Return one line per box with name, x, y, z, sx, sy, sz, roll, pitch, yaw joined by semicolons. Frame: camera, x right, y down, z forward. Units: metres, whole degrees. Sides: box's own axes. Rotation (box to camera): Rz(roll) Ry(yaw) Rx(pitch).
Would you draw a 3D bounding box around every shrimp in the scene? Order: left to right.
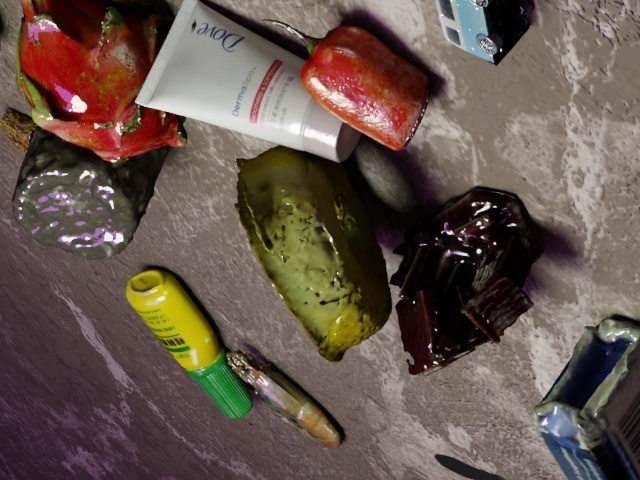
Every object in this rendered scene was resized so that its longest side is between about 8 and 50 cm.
shrimp;-0.067;0.254;2.289;0.251;0.052;0.143;48;156;-19

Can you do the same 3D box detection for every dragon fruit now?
dragon fruit;-0.249;-0.223;1.655;0.198;0.200;0.269;3;97;60

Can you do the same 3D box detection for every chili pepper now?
chili pepper;0.022;-0.172;1.443;0.192;0.086;0.084;32;171;-4

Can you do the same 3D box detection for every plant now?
plant;-0.293;-0.098;1.858;0.178;0.234;0.204;19;131;-4

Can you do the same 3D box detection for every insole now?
insole;0.221;0.338;2.094;0.135;0.002;0.045;14;146;43

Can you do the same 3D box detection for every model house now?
model house;0.147;0.051;1.553;0.141;0.164;0.203;35;153;-4

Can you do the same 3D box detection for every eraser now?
eraser;0.357;0.243;1.594;0.101;0.155;0.332;13;145;47

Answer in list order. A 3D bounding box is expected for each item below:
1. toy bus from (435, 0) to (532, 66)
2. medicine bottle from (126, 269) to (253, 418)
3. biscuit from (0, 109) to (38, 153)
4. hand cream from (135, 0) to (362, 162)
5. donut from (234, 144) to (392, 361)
toy bus;0.134;-0.220;1.249;0.075;0.060;0.123;26;154;33
medicine bottle;-0.200;0.170;2.302;0.111;0.076;0.309;10;143;48
biscuit;-0.388;-0.136;2.106;0.199;0.034;0.064;23;151;31
hand cream;-0.070;-0.169;1.554;0.247;0.133;0.083;22;174;17
donut;0.000;0.000;1.599;0.272;0.107;0.272;59;-169;-19
